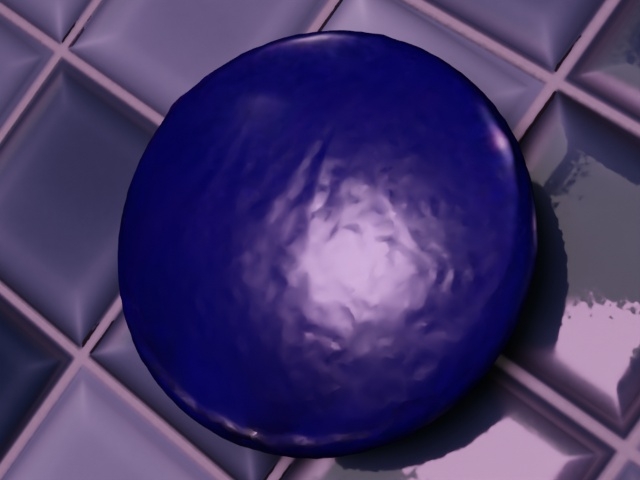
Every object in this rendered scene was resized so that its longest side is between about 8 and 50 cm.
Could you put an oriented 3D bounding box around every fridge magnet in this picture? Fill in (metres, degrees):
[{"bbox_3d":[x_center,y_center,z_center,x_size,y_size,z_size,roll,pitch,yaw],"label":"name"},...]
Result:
[{"bbox_3d":[0.000,0.000,0.705,0.266,0.113,0.265,-5,75,19],"label":"fridge magnet"}]
